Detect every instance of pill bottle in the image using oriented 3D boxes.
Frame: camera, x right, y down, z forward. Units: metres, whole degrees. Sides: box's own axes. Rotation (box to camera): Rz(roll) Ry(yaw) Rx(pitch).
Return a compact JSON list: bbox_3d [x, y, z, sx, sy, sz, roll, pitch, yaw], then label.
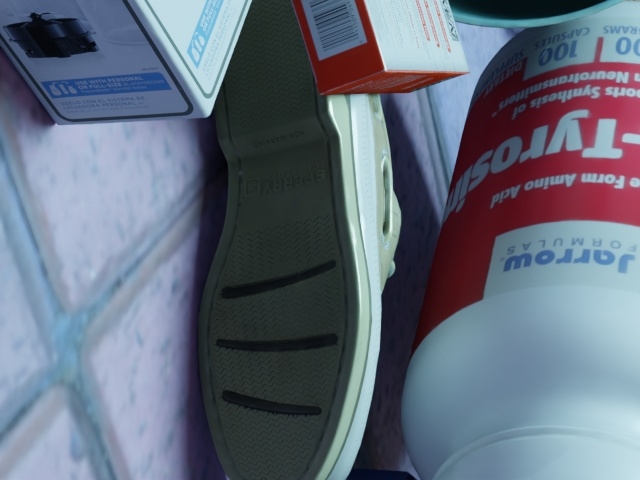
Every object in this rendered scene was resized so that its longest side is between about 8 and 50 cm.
[{"bbox_3d":[0.177,0.053,1.036,0.408,0.229,0.229,-73,150,-44],"label":"pill bottle"}]

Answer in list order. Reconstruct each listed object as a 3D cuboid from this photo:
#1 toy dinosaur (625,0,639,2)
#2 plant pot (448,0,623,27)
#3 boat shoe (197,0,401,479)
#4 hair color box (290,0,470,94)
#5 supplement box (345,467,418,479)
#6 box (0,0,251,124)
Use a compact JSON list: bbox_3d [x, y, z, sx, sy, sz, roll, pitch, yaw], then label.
[{"bbox_3d":[0.273,-0.154,1.407,0.200,0.296,0.127,-10,132,-26],"label":"toy dinosaur"},{"bbox_3d":[0.142,-0.285,1.076,0.235,0.293,0.293,-25,113,-74],"label":"plant pot"},{"bbox_3d":[0.000,0.000,0.953,0.103,0.113,0.302,11,79,-58],"label":"boat shoe"},{"bbox_3d":[0.034,-0.120,0.917,0.141,0.043,0.072,-11,84,-66],"label":"hair color box"},{"bbox_3d":[0.021,0.190,1.030,0.056,0.083,0.083,45,51,-53],"label":"supplement box"},{"bbox_3d":[-0.121,-0.205,0.730,0.290,0.087,0.169,60,38,-46],"label":"box"}]
